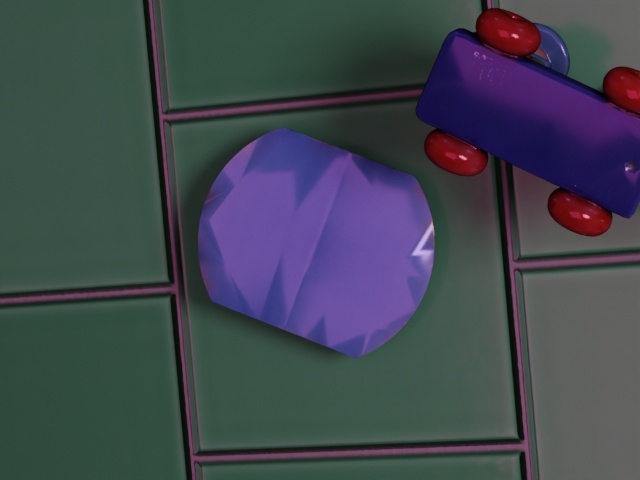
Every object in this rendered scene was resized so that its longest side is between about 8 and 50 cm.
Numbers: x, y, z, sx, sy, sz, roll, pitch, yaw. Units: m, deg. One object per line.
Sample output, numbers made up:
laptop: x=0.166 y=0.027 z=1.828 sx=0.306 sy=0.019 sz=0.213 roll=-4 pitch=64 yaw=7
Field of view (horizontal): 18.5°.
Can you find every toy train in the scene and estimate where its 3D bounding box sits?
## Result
toy train: x=0.195 y=-0.064 z=1.257 sx=0.248 sy=0.143 sz=0.105 roll=26 pitch=109 yaw=10

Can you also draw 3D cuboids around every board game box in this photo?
board game box: x=0.000 y=0.000 z=1.379 sx=0.169 sy=0.033 sz=0.133 roll=21 pitch=95 yaw=11
